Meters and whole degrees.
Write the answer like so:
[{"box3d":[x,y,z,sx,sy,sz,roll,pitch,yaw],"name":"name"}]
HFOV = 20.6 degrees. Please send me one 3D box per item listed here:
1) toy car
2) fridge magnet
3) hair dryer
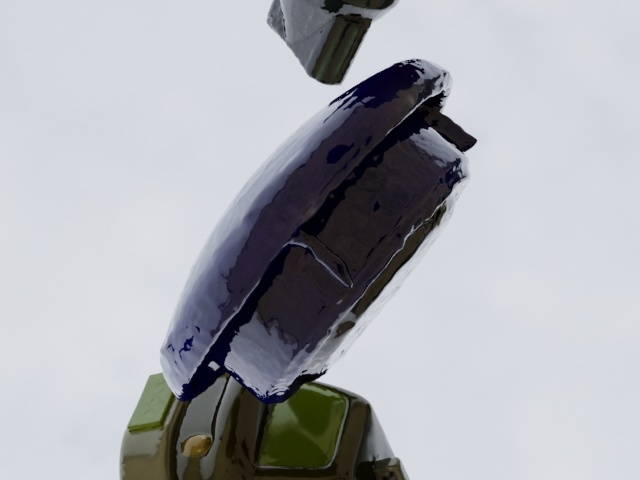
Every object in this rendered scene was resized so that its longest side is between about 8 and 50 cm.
[{"box3d":[-0.022,0.205,1.339,0.204,0.198,0.248,-70,-36,-53],"name":"toy car"},{"box3d":[0.000,0.000,1.108,0.112,0.265,0.265,40,-113,6],"name":"fridge magnet"},{"box3d":[0.094,-0.257,1.482,0.302,0.116,0.244,-6,-48,-47],"name":"hair dryer"}]
